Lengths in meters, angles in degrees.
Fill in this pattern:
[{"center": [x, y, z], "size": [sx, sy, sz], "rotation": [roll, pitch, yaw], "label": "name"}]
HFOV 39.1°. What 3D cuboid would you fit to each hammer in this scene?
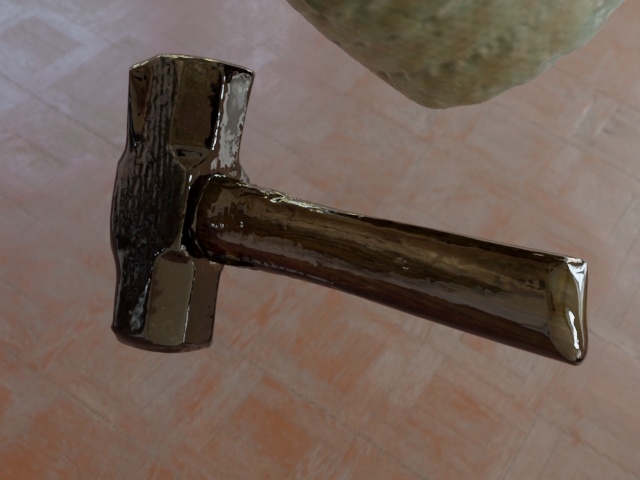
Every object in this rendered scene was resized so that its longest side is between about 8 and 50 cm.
[{"center": [0.000, 0.000, 0.658], "size": [0.408, 0.243, 0.095], "rotation": [14, 8, 36], "label": "hammer"}]

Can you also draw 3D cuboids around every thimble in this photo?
[{"center": [0.106, -0.267, 0.716], "size": [0.195, 0.291, 0.292], "rotation": [37, 39, -33], "label": "thimble"}]
